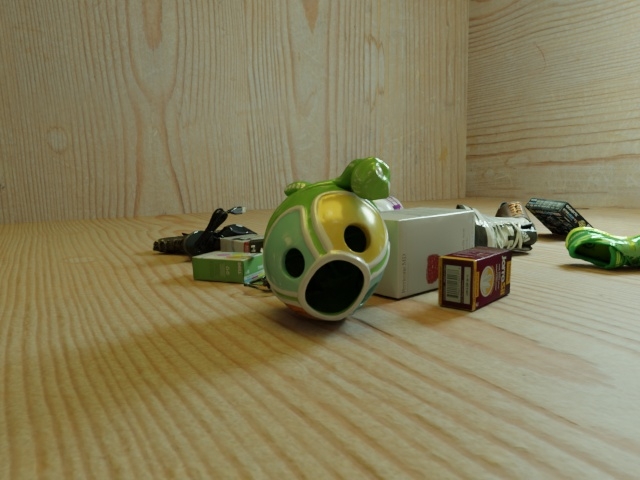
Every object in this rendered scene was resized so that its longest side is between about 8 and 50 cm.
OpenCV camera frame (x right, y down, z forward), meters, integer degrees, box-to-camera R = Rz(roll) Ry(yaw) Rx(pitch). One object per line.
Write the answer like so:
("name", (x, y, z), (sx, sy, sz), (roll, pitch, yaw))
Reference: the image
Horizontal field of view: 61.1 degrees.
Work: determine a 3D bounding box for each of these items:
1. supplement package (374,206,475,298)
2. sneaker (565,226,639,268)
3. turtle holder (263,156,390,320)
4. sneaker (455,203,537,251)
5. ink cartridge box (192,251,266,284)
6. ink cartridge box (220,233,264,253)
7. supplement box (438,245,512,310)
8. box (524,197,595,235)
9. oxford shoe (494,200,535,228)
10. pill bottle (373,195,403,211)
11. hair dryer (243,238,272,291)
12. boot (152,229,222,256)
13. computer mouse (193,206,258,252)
("supplement package", (0.215, 0.019, 1.302), (0.292, 0.178, 0.175), (-9, 11, -41))
("sneaker", (0.814, 0.039, 1.454), (0.295, 0.110, 0.123), (6, 33, 30))
("turtle holder", (0.037, 0.010, 1.021), (0.320, 0.243, 0.227), (-36, 26, 12))
("sneaker", (0.544, -0.032, 1.660), (0.257, 0.169, 0.447), (-2, 5, 9))
("ink cartridge box", (-0.216, 0.069, 1.415), (0.209, 0.062, 0.109), (3, 9, 23))
("ink cartridge box", (-0.211, 0.028, 1.673), (0.127, 0.073, 0.175), (-9, 12, -42))
("supplement box", (0.330, 0.075, 1.150), (0.080, 0.104, 0.188), (7, 11, 41))
("box", (0.908, -0.084, 2.063), (0.175, 0.051, 0.220), (39, -2, -14))
("oxford shoe", (0.757, -0.086, 2.141), (0.129, 0.133, 0.364), (-1, 8, 2))
("pill bottle", (0.220, -0.087, 2.097), (0.169, 0.169, 0.301), (1, 8, 17))
("hair dryer", (-0.042, 0.078, 1.343), (0.293, 0.080, 0.224), (0, 34, -7))
("boot", (-0.460, 0.016, 1.811), (0.228, 0.091, 0.263), (-4, 3, 17))
("computer mouse", (-0.284, -0.044, 1.743), (0.060, 0.184, 0.262), (47, 24, 26))
